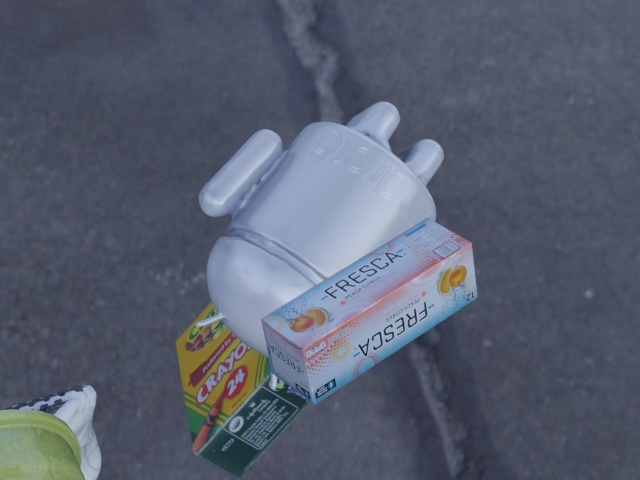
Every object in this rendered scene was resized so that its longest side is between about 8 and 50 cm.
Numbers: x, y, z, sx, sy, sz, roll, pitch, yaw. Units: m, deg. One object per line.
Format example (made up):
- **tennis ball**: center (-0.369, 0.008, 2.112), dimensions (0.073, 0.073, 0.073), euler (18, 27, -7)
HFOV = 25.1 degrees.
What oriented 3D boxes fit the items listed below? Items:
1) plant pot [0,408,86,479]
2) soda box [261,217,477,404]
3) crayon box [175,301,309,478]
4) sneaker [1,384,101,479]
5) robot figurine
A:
- **plant pot**: center (-0.270, 0.334, 1.263), dimensions (0.276, 0.276, 0.254), euler (-24, 55, -31)
- **soda box**: center (0.043, 0.055, 1.174), dimensions (0.183, 0.063, 0.058), euler (-30, 40, -26)
- **crayon box**: center (-0.102, 0.150, 1.990), dimensions (0.081, 0.202, 0.318), euler (34, 17, -26)
- **sneaker**: center (-0.284, 0.224, 1.576), dimensions (0.110, 0.292, 0.118), euler (-15, 85, -5)
- **robot figurine**: center (0.000, 0.000, 1.723), dimensions (0.300, 0.200, 0.353), euler (38, 75, -6)
